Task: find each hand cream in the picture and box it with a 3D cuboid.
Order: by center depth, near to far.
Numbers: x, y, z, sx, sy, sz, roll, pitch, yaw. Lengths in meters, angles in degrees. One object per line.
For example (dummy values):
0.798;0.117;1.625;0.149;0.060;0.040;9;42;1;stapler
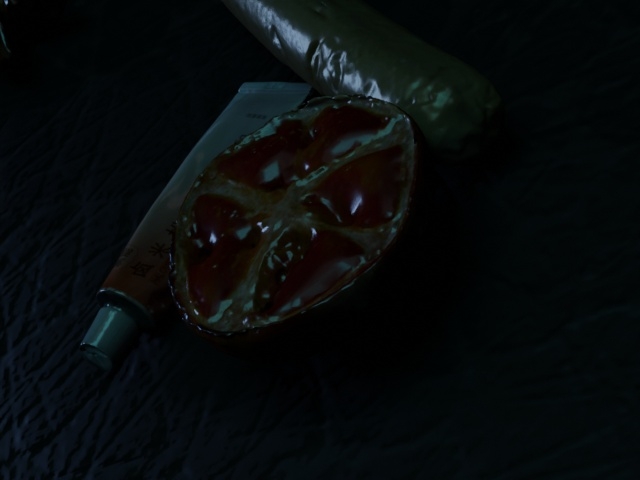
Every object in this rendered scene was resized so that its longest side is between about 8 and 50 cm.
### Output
-0.072;-0.016;0.885;0.052;0.038;0.216;23;62;14;hand cream

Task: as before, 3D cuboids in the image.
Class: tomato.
0.000;0.000;0.790;0.155;0.069;0.156;-21;44;22;tomato

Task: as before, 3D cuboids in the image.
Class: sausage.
0.008;-0.122;0.900;0.066;0.066;0.301;-41;40;-3;sausage

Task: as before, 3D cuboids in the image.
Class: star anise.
-0.248;-0.162;1.111;0.168;0.057;0.168;-15;57;24;star anise
